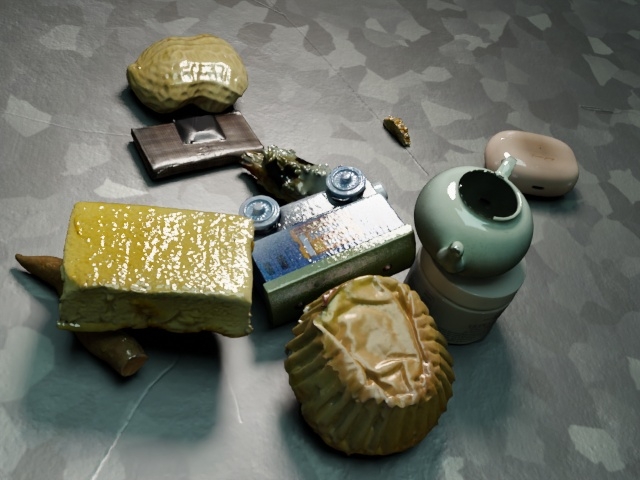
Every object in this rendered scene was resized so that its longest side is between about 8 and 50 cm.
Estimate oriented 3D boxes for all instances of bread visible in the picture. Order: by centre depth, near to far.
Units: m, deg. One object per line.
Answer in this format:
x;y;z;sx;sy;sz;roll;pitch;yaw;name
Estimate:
-0.234;0.045;1.178;0.274;0.114;0.185;3;47;-8;bread
0.082;0.181;1.192;0.274;0.149;0.274;6;68;-14;bread

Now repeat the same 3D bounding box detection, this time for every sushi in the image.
-0.049;-0.113;1.473;0.226;0.103;0.097;21;47;11;sushi

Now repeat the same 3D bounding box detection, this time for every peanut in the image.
-0.262;-0.329;1.589;0.233;0.110;0.197;-8;53;-26;peanut

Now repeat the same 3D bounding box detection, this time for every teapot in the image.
0.247;-0.037;1.273;0.193;0.129;0.294;32;50;8;teapot

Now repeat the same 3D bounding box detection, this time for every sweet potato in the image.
-0.361;0.098;1.216;0.067;0.059;0.281;-46;63;1;sweet potato

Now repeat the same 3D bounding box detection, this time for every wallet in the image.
-0.231;-0.184;1.518;0.230;0.042;0.124;-17;59;-27;wallet

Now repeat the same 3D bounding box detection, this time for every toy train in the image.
0.000;0.000;1.335;0.299;0.131;0.202;-22;55;-14;toy train

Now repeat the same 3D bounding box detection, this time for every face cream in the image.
0.241;0.068;1.371;0.177;0.153;0.177;8;50;-9;face cream

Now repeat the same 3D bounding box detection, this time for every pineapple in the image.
0.161;-0.236;1.687;0.019;0.045;0.083;-31;68;-23;pineapple

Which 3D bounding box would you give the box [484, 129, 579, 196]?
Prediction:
0.441;-0.161;1.678;0.200;0.088;0.146;10;49;-11;box
